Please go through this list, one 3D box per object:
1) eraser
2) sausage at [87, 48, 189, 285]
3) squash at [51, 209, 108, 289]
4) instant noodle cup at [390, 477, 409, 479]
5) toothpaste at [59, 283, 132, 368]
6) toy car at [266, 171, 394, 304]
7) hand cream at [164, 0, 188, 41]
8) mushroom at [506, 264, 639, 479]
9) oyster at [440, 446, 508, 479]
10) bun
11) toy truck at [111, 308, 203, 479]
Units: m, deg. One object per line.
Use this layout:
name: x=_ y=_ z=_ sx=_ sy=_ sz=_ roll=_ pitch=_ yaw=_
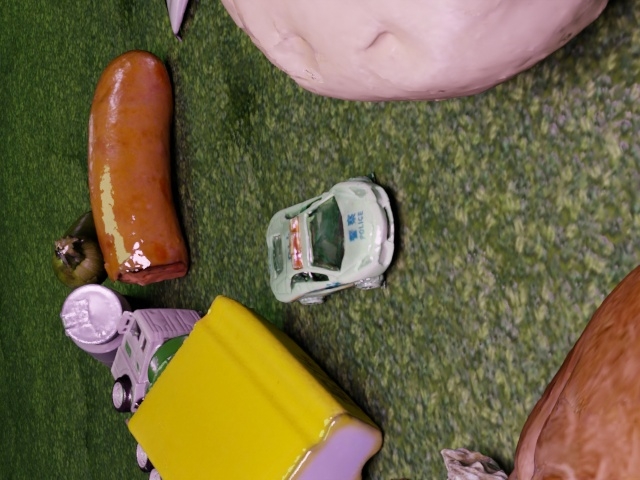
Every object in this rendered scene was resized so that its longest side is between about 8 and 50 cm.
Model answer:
eraser: x=-0.059 y=0.161 z=0.970 sx=0.158 sy=0.069 sz=0.226 roll=-53 pitch=40 yaw=3
sausage: x=-0.210 y=-0.084 z=1.304 sx=0.109 sy=0.109 sz=0.270 roll=152 pitch=116 yaw=-61
squash: x=-0.283 y=0.013 z=1.384 sx=0.318 sy=0.071 sz=0.080 roll=-112 pitch=11 yaw=-81
instant noodle cup: x=0.039 y=0.312 z=0.834 sx=0.274 sy=0.091 sz=0.274 roll=2 pitch=92 yaw=64
toothpaste: x=-0.248 y=0.104 z=1.370 sx=0.299 sy=0.073 sz=0.114 roll=102 pitch=162 yaw=-80
toy car: x=0.000 y=0.000 z=0.933 sx=0.186 sy=0.058 sz=0.093 roll=159 pitch=110 yaw=-63
hand cream: x=-0.128 y=-0.348 z=1.180 sx=0.336 sy=0.076 sz=0.121 roll=122 pitch=144 yaw=-58
mushroom: x=0.151 y=0.133 z=0.493 sx=0.278 sy=0.146 sz=0.278 roll=12 pitch=-90 yaw=-86
oyster: x=0.116 y=0.212 z=0.704 sx=0.125 sy=0.064 sz=0.177 roll=-30 pitch=69 yaw=62
bun: x=0.032 y=-0.246 z=0.672 sx=0.326 sy=0.235 sz=0.362 roll=127 pitch=141 yaw=-59
toy truck: x=-0.131 y=0.165 z=1.161 sx=0.242 sy=0.101 sz=0.125 roll=51 pitch=131 yaw=47
